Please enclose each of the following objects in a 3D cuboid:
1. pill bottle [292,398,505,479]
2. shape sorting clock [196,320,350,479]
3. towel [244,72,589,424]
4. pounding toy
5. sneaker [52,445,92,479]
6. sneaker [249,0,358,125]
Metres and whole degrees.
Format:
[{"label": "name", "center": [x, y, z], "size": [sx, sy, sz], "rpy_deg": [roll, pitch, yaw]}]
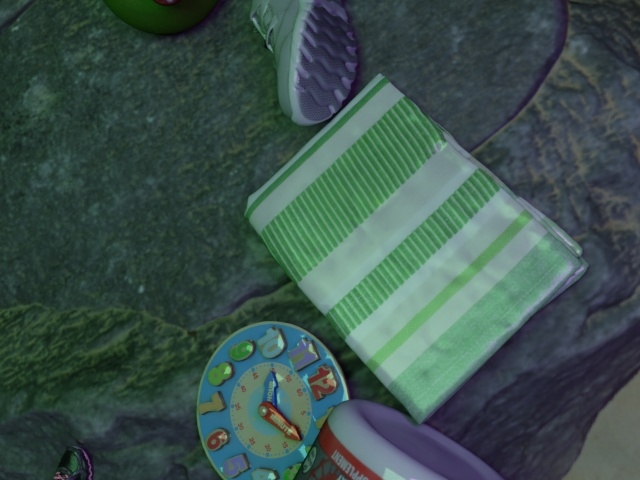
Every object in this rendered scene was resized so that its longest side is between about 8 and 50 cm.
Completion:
[{"label": "pill bottle", "center": [0.024, 0.358, 0.821], "size": [0.210, 0.210, 0.362], "rpy_deg": [30, 94, 25]}, {"label": "shape sorting clock", "center": [-0.059, 0.196, 0.978], "size": [0.206, 0.040, 0.206], "rpy_deg": [-4, 79, 23]}, {"label": "towel", "center": [0.090, -0.004, 0.927], "size": [0.248, 0.038, 0.325], "rpy_deg": [-43, 68, 0]}, {"label": "pounding toy", "center": [-0.220, -0.367, 1.048], "size": [0.183, 0.110, 0.236], "rpy_deg": [-3, 113, 9]}, {"label": "sneaker", "center": [-0.330, 0.320, 1.070], "size": [0.047, 0.057, 0.119], "rpy_deg": [11, 85, 27]}, {"label": "sneaker", "center": [-0.029, -0.254, 1.018], "size": [0.115, 0.105, 0.281], "rpy_deg": [-18, 59, 34]}]
